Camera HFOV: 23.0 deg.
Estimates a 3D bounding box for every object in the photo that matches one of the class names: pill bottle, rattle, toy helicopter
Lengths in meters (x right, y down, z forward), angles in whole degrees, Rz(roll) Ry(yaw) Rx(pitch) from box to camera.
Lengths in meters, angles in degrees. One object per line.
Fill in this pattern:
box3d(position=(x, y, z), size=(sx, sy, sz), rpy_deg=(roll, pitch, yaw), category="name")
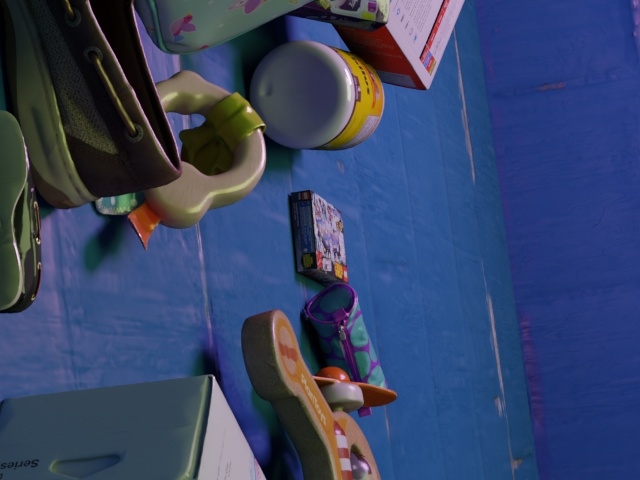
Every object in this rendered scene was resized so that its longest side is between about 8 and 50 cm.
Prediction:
box3d(position=(0.004, -0.159, 1.765), size=(0.215, 0.117, 0.117), rpy_deg=(-11, 92, -75), category="pill bottle")
box3d(position=(-0.138, -0.040, 1.337), size=(0.130, 0.142, 0.200), rpy_deg=(39, 50, -20), category="rattle")
box3d(position=(0.004, 0.185, 1.545), size=(0.235, 0.140, 0.355), rpy_deg=(-86, 159, -45), category="toy helicopter")

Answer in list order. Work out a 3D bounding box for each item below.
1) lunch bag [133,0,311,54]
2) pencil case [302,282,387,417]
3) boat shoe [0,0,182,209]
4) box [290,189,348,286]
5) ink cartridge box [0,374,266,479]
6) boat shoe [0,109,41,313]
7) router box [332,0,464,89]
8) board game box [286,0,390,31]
box3d(position=(-0.062, -0.273, 1.268), size=(0.279, 0.224, 0.108), rpy_deg=(90, -25, -70), category="lunch bag")
box3d(position=(0.030, 0.125, 1.806), size=(0.070, 0.064, 0.152), rpy_deg=(-106, 177, -55), category="pencil case")
box3d(position=(-0.168, -0.198, 1.127), size=(0.123, 0.123, 0.342), rpy_deg=(-23, 104, -75), category="boat shoe")
box3d(position=(0.000, 0.000, 1.836), size=(0.137, 0.027, 0.094), rpy_deg=(30, 54, -72), category="box")
box3d(position=(-0.113, 0.194, 1.047), size=(0.212, 0.154, 0.093), rpy_deg=(66, 21, -43), category="ink cartridge box")
box3d(position=(-0.208, -0.018, 1.027), size=(0.042, 0.048, 0.133), rpy_deg=(37, 49, -77), category="boat shoe")
box3d(position=(0.103, -0.387, 1.777), size=(0.336, 0.082, 0.301), rpy_deg=(-67, 153, -14), category="router box")
box3d(position=(-0.019, -0.395, 1.562), size=(0.056, 0.208, 0.347), rpy_deg=(162, -67, -72), category="board game box")
